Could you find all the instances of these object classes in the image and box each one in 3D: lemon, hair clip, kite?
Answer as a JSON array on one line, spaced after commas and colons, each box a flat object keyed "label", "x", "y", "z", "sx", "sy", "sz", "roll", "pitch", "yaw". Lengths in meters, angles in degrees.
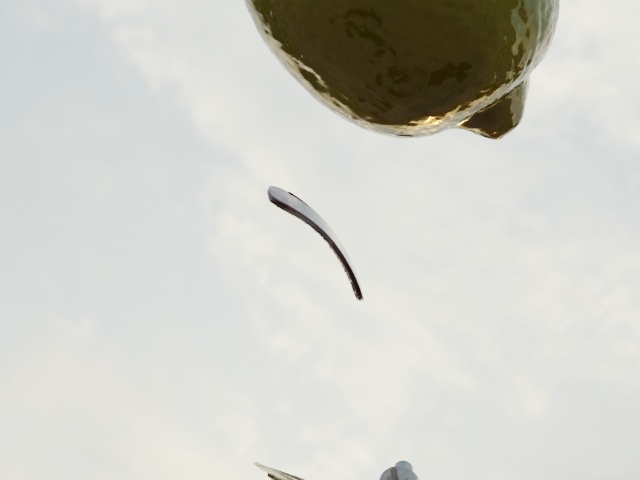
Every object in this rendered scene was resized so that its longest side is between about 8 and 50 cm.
[{"label": "lemon", "x": 0.044, "y": -0.166, "z": 0.957, "sx": 0.248, "sy": 0.184, "sz": 0.184, "roll": 43, "pitch": -48, "yaw": -9}, {"label": "hair clip", "x": 0.001, "y": -0.001, "z": 1.434, "sx": 0.022, "sy": 0.054, "sz": 0.137, "roll": -39, "pitch": -80, "yaw": 8}, {"label": "kite", "x": -0.009, "y": 0.300, "z": 1.764, "sx": 0.127, "sy": 0.016, "sz": 0.229, "roll": 25, "pitch": -16, "yaw": 14}]

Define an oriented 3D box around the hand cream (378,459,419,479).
[{"label": "hand cream", "x": 0.085, "y": 0.360, "z": 1.872, "sx": 0.084, "sy": 0.257, "sz": 0.050, "roll": -12, "pitch": -56, "yaw": 22}]
